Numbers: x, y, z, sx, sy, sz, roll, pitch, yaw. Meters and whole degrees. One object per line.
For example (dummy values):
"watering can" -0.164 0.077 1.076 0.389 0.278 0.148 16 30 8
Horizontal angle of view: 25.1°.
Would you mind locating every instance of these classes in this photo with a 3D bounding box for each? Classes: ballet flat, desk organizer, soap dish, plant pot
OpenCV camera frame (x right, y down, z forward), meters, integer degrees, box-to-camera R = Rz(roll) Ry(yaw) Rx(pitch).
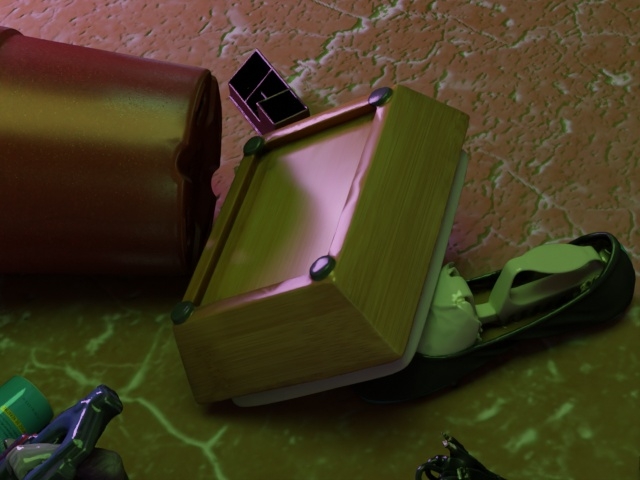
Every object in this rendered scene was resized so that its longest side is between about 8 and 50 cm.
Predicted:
"ballet flat" 0.149 0.055 1.289 0.280 0.096 0.095 -21 48 -9
"desk organizer" -0.056 -0.149 1.555 0.047 0.050 0.130 -26 47 -14
"soap dish" 0.000 0.000 1.301 0.229 0.118 0.291 -17 39 36
"plant pot" -0.241 -0.078 1.392 0.265 0.272 0.272 6 47 5

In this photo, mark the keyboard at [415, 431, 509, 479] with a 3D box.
"keyboard" 0.154 0.249 1.000 0.033 0.317 0.202 -38 39 33

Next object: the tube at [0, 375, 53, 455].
"tube" -0.326 0.204 1.260 0.207 0.080 0.052 -44 11 -30

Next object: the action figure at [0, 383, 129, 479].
"action figure" -0.235 0.298 1.129 0.341 0.178 0.330 -37 37 16
